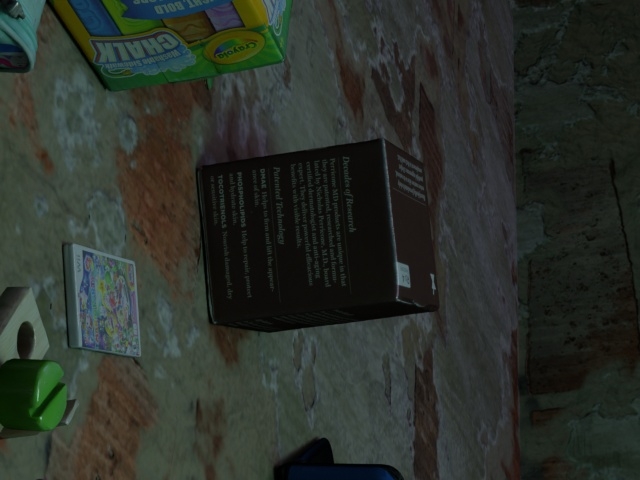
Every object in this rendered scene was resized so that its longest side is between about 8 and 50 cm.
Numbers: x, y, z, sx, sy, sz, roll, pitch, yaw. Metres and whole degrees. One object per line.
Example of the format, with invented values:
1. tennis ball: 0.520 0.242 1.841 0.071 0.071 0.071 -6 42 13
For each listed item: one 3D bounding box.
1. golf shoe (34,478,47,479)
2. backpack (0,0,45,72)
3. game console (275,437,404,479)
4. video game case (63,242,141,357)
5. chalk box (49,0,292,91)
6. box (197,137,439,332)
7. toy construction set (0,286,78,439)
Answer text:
1. golf shoe: -0.168 0.226 0.912 0.115 0.140 0.306 52 -10 -26
2. backpack: -0.245 -0.160 0.798 0.253 0.225 0.191 38 63 -78
3. game console: 0.059 0.373 1.761 0.173 0.250 0.293 -11 93 -46
4. video game case: -0.186 0.053 1.366 0.122 0.011 0.087 24 60 -70
5. chalk box: -0.128 -0.256 1.408 0.289 0.179 0.180 59 29 -51
6. box: 0.000 0.000 1.664 0.168 0.203 0.167 21 62 -71
7. toy construction set: -0.215 0.115 0.861 0.309 0.237 0.257 -30 111 -72
